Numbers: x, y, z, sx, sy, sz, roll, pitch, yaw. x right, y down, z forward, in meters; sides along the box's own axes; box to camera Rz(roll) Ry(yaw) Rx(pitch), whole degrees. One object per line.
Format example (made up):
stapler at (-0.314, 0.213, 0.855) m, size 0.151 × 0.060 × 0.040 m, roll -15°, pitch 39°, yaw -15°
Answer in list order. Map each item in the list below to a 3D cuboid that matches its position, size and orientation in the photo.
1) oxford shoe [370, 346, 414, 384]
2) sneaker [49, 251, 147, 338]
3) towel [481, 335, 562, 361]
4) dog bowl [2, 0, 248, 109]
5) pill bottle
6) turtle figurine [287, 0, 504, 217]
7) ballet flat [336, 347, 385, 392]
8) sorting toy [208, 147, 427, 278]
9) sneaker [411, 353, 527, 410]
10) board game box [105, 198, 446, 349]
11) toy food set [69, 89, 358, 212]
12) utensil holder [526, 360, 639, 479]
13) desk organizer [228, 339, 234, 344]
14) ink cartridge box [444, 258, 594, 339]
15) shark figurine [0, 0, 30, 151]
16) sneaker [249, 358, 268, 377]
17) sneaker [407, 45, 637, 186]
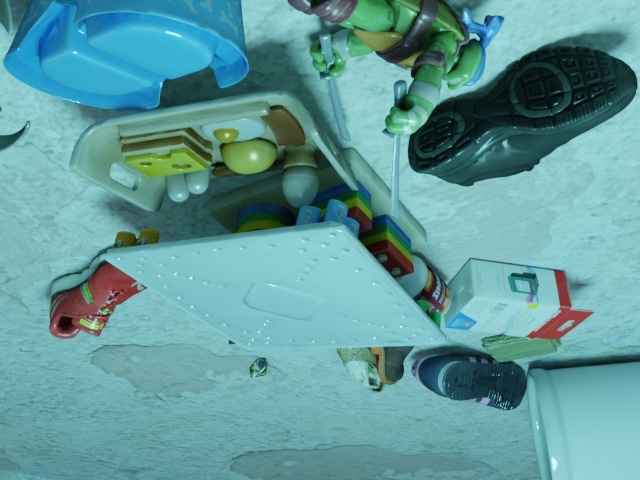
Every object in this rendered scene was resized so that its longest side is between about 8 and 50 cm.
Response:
oxford shoe at (0.157, 0.220, 1.467) m, size 0.098 × 0.097 × 0.271 m, roll -11°, pitch 147°, yaw 7°
sneaker at (-0.379, 0.107, 1.263) m, size 0.279 × 0.118 × 0.107 m, roll -26°, pitch 140°, yaw 35°
towel at (0.426, 0.221, 1.524) m, size 0.148 × 0.027 × 0.110 m, roll -18°, pitch 144°, yaw 26°
dog bowl at (-0.194, -0.204, 0.722) m, size 0.297 × 0.074 × 0.166 m, roll -2°, pitch 167°, yaw 44°
pill bottle at (0.158, 0.077, 1.240) m, size 0.086 × 0.086 × 0.152 m, roll -19°, pitch 144°, yaw 28°
turtle figurine at (0.027, -0.176, 0.731) m, size 0.266 × 0.198 × 0.274 m, roll 29°, pitch 133°, yaw -29°
ballet flat at (0.097, 0.284, 1.590) m, size 0.073 × 0.067 × 0.206 m, roll -16°, pitch 144°, yaw 25°
sorting toy at (0.000, 0.000, 1.115) m, size 0.255 × 0.089 × 0.257 m, roll -17°, pitch 144°, yaw 26°
sneaker at (0.339, 0.306, 1.621) m, size 0.319 × 0.112 × 0.131 m, roll 21°, pitch 174°, yaw -39°
board game box at (-0.054, 0.073, 1.094) m, size 0.389 × 0.050 × 0.390 m, roll -7°, pitch 149°, yaw 28°
toy food set at (-0.122, -0.088, 0.905) m, size 0.306 × 0.092 × 0.220 m, roll -7°, pitch 167°, yaw 14°
utensil holder at (0.675, 0.422, 1.579) m, size 0.385 × 0.328 × 0.328 m, roll -9°, pitch 147°, yaw 9°
desk organizer at (-0.118, 0.191, 1.459) m, size 0.130 × 0.050 × 0.047 m, roll -6°, pitch 147°, yaw 10°
ink cartridge box at (0.353, 0.111, 1.299) m, size 0.231 × 0.078 × 0.134 m, roll 8°, pitch 148°, yaw -12°
shark figurine at (-0.357, -0.189, 0.682) m, size 0.116 × 0.278 × 0.166 m, roll -2°, pitch 174°, yaw -34°
sneaker at (-0.134, 0.290, 1.646) m, size 0.035 × 0.031 × 0.083 m, roll 2°, pitch 155°, yaw -28°
sneaker at (0.251, -0.143, 0.890) m, size 0.286 × 0.109 × 0.130 m, roll -16°, pitch 152°, yaw 41°
